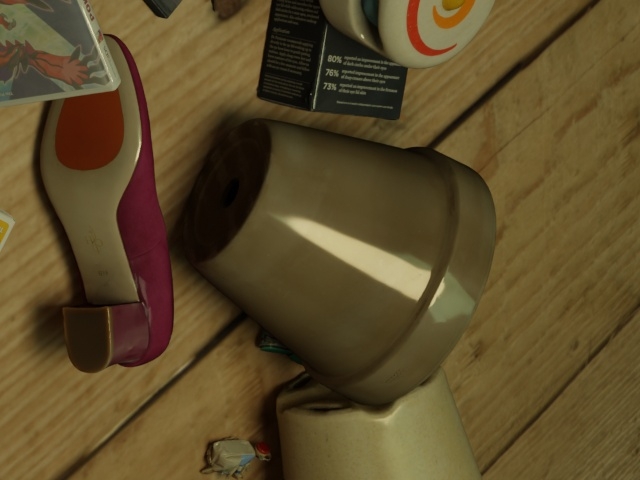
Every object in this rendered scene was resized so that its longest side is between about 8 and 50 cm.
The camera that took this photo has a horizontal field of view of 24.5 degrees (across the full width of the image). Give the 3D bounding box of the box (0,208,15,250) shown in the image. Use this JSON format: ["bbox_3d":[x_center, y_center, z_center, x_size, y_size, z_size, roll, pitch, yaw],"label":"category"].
[{"bbox_3d":[-0.416,0.036,1.488,0.103,0.114,0.203,32,81,-42],"label":"box"}]

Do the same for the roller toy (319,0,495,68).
[{"bbox_3d":[0.107,-0.297,1.660,0.209,0.146,0.191,13,107,-53],"label":"roller toy"}]

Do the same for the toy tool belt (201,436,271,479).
[{"bbox_3d":[-0.110,0.282,1.900,0.083,0.052,0.051,4,132,-40],"label":"toy tool belt"}]

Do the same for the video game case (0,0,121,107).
[{"bbox_3d":[-0.317,-0.216,1.452,0.023,0.201,0.183,-68,146,-51],"label":"video game case"}]

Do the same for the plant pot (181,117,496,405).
[{"bbox_3d":[0.000,0.000,1.755,0.280,0.323,0.323,25,86,-28],"label":"plant pot"}]

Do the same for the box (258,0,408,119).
[{"bbox_3d":[0.027,-0.259,1.800,0.153,0.108,0.207,2,101,-42],"label":"box"}]

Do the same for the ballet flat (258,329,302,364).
[{"bbox_3d":[-0.035,0.135,1.923,0.114,0.041,0.041,25,87,-45],"label":"ballet flat"}]

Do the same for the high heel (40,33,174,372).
[{"bbox_3d":[-0.225,-0.042,1.674,0.181,0.127,0.377,-16,113,-70],"label":"high heel"}]

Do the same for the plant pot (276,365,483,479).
[{"bbox_3d":[0.082,0.321,1.924,0.333,0.333,0.306,-22,107,-36],"label":"plant pot"}]

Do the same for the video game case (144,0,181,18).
[{"bbox_3d":[-0.150,-0.414,1.648,0.274,0.026,0.196,-54,132,-16],"label":"video game case"}]
